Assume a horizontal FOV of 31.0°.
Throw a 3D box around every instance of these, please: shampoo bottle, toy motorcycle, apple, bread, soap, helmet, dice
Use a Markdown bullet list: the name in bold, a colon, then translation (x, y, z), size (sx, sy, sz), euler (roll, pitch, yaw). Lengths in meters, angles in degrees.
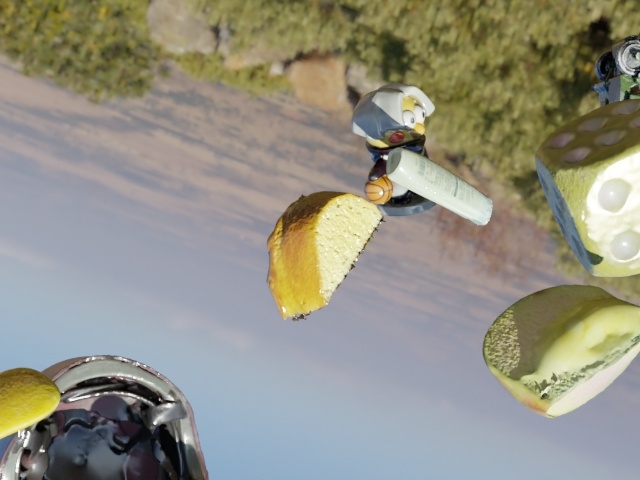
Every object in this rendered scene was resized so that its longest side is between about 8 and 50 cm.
- **shampoo bottle**: translation (0.204, -0.091, 1.969), size (0.212, 0.072, 0.049), euler (29, 138, -28)
- **toy motorcycle**: translation (0.677, -0.321, 2.519), size (0.127, 0.275, 0.205), euler (-3, -179, -7)
- **apple**: translation (0.376, 0.169, 1.817), size (0.193, 0.265, 0.120), euler (40, 151, 37)
- **bread**: translation (-0.008, -0.002, 1.910), size (0.129, 0.260, 0.134), euler (-14, 126, 47)
- **soap**: translation (-0.374, 0.196, 1.305), size (0.089, 0.033, 0.168), euler (28, -139, 30)
- **helmet**: translation (-0.296, 0.308, 1.484), size (0.270, 0.338, 0.197), euler (-9, -173, -28)
- **dice**: translation (0.526, -0.092, 2.007), size (0.233, 0.238, 0.227), euler (62, -177, -23)

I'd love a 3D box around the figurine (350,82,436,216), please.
- **figurine**: translation (0.136, -0.170, 2.142), size (0.133, 0.236, 0.176), euler (5, -157, 37)
